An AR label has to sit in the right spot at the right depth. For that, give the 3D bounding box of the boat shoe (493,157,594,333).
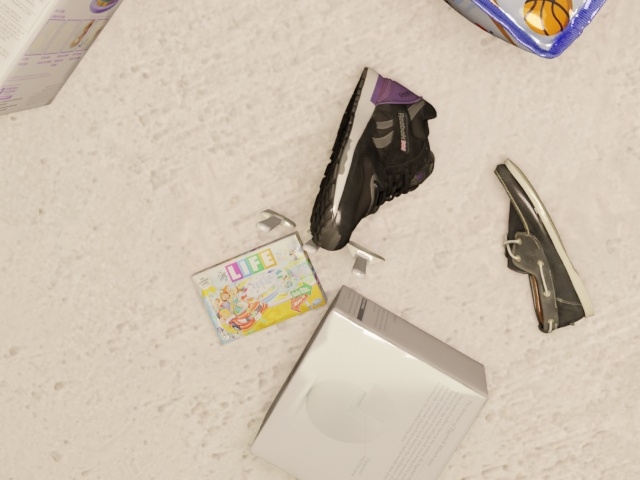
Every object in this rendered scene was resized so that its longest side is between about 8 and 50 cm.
[{"bbox_3d":[0.269,0.008,1.418,0.079,0.084,0.233,-24,102,10],"label":"boat shoe"}]

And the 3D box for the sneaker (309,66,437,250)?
[{"bbox_3d":[0.076,-0.092,1.328,0.124,0.283,0.107,22,139,-5],"label":"sneaker"}]

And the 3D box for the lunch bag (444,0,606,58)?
[{"bbox_3d":[0.149,-0.385,1.223,0.385,0.328,0.239,40,102,-5],"label":"lunch bag"}]

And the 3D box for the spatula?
[{"bbox_3d":[0.000,0.000,1.362,0.168,0.242,0.019,27,95,1],"label":"spatula"}]

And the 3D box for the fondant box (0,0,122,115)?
[{"bbox_3d":[-0.309,-0.306,1.329,0.096,0.238,0.330,39,103,-2],"label":"fondant box"}]

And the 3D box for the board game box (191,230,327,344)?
[{"bbox_3d":[-0.081,0.064,1.494,0.154,0.026,0.103,-23,99,10],"label":"board game box"}]

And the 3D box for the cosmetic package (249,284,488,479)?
[{"bbox_3d":[0.065,0.218,1.456,0.225,0.138,0.224,31,103,0],"label":"cosmetic package"}]
